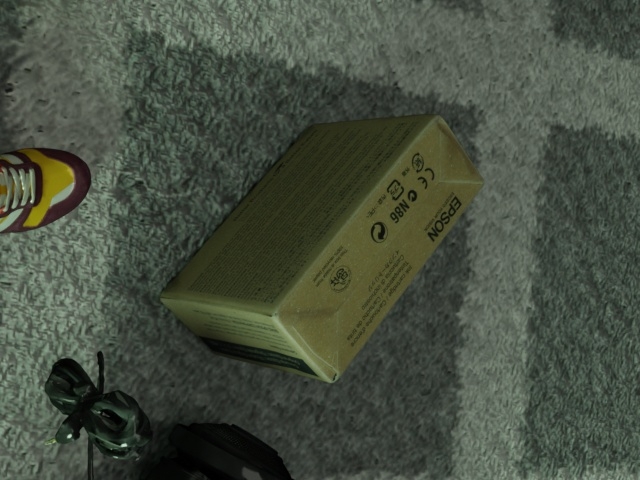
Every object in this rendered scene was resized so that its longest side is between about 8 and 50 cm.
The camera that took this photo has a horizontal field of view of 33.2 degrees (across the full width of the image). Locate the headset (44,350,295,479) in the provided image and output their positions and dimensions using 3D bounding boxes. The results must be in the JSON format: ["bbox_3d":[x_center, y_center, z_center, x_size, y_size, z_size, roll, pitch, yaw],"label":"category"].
[{"bbox_3d":[-0.108,0.252,0.873,0.243,0.185,0.394,-41,123,-26],"label":"headset"}]

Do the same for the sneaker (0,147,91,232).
[{"bbox_3d":[-0.258,-0.035,0.834,0.185,0.084,0.069,-14,98,-32],"label":"sneaker"}]

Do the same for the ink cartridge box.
[{"bbox_3d":[0.000,0.000,0.937,0.234,0.193,0.088,-51,117,-22],"label":"ink cartridge box"}]
